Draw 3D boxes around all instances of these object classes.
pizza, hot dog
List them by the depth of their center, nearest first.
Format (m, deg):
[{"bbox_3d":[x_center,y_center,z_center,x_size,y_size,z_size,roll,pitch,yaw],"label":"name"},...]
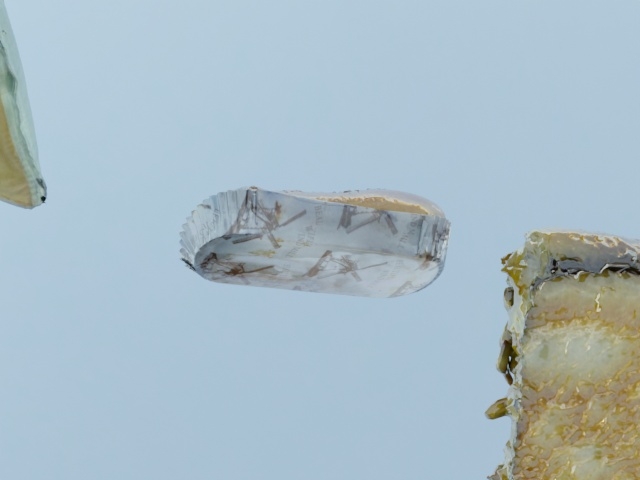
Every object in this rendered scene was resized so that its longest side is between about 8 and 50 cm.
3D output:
[{"bbox_3d":[0.000,0.000,1.268,0.191,0.108,0.059,5,-125,-24],"label":"hot dog"},{"bbox_3d":[0.232,0.128,1.300,0.251,0.288,0.074,3,-156,-9],"label":"pizza"}]

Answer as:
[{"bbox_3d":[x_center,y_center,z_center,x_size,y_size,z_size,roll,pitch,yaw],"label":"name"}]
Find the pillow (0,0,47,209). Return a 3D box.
[{"bbox_3d":[-0.317,-0.190,1.338,0.119,0.310,0.312,-31,-143,-28],"label":"pillow"}]
